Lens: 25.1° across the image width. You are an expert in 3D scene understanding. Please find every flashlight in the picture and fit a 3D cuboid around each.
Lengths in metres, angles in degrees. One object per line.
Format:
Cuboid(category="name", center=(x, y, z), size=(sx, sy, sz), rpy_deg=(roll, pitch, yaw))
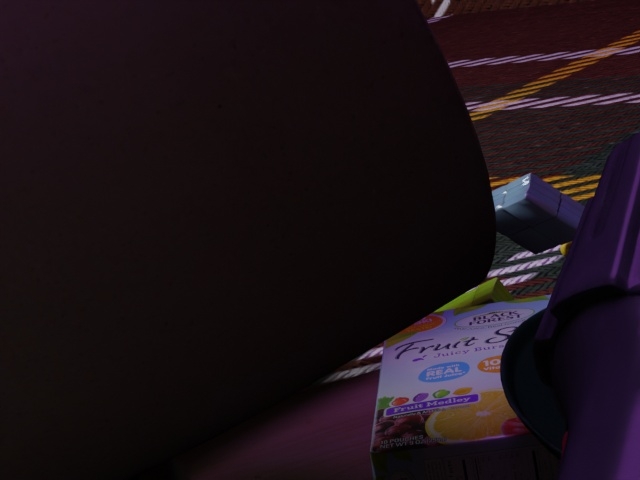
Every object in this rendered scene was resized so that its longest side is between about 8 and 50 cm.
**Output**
Cuboid(category="flashlight", center=(0.062, 0.116, 0.343), size=(0.103, 0.103, 0.304), rpy_deg=(-4, 49, 36))

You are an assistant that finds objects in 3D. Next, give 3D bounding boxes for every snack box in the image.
Cuboid(category="snack box", center=(0.074, 0.064, 0.584), size=(0.100, 0.037, 0.141), rpy_deg=(-8, 17, 8))

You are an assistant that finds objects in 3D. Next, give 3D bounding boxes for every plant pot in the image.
Cuboid(category="plant pot", center=(-0.131, -0.005, 0.451), size=(0.274, 0.256, 0.256), rpy_deg=(-38, 22, -14))

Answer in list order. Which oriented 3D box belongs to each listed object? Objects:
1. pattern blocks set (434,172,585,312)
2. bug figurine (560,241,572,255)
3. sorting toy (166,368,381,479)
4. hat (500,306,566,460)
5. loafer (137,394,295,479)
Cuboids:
Cuboid(category="pattern blocks set", center=(0.000, 0.000, 0.897), size=(0.285, 0.026, 0.325), rpy_deg=(25, -28, -12))
Cuboid(category="bug figurine", center=(0.315, -0.018, 1.003), size=(0.216, 0.072, 0.279), rpy_deg=(-20, 17, -31))
Cuboid(category="sorting toy", center=(0.093, 0.124, 0.602), size=(0.257, 0.089, 0.255), rpy_deg=(-15, 15, -16))
Cuboid(category="hat", center=(0.175, -0.016, 0.468), size=(0.209, 0.183, 0.173), rpy_deg=(10, 26, 7))
Cuboid(category="loafer", center=(-0.060, 0.107, 0.856), size=(0.056, 0.050, 0.148), rpy_deg=(-4, 16, 26))
